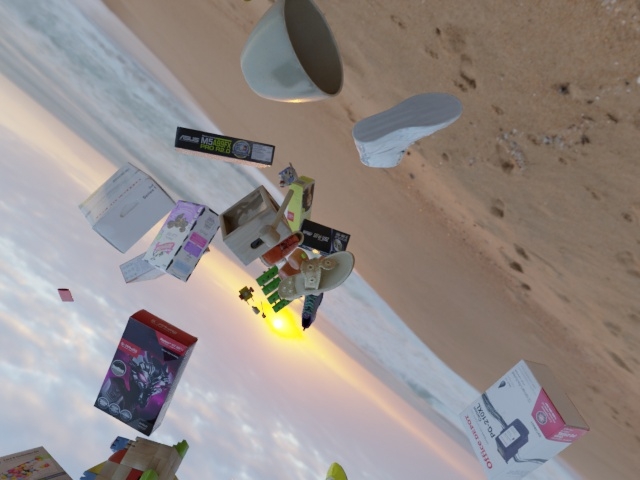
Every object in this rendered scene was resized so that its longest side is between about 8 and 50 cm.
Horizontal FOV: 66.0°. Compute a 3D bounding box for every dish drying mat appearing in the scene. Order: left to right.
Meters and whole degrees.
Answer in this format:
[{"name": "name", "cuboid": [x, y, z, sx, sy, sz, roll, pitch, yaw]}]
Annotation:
[{"name": "dish drying mat", "cuboid": [-0.709, 0.152, 1.373, 0.032, 0.008, 0.083, 2, 151, -17]}]

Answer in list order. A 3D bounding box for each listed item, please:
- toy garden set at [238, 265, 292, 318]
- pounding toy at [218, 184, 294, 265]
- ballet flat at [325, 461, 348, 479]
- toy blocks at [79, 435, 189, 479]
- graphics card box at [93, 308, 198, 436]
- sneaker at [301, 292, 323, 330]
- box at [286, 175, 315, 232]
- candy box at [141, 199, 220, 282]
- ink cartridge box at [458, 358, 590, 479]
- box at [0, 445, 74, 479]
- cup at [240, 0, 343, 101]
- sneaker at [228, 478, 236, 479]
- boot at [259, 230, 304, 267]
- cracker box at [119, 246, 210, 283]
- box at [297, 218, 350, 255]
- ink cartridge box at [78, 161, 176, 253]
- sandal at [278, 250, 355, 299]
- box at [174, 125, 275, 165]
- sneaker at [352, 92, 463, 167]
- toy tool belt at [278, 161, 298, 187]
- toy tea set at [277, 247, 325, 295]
[{"name": "toy garden set", "cuboid": [-0.242, 0.237, 2.156, 0.049, 0.204, 0.244, 40, 159, 42]}, {"name": "pounding toy", "cuboid": [-0.111, -0.028, 1.057, 0.094, 0.181, 0.206, 53, -175, -33]}, {"name": "ballet flat", "cuboid": [0.045, 0.695, 1.297, 0.077, 0.077, 0.231, 17, -146, -31]}, {"name": "toy blocks", "cuboid": [-0.628, 0.771, 1.543, 0.261, 0.381, 0.190, 8, 133, 16]}, {"name": "graphics card box", "cuboid": [-0.602, 0.454, 1.695, 0.233, 0.371, 0.094, 27, -169, 5]}, {"name": "sneaker", "cuboid": [-0.038, 0.276, 2.095, 0.083, 0.223, 0.098, 10, -158, 5]}, {"name": "box", "cuboid": [-0.074, -0.105, 1.733, 0.058, 0.087, 0.232, 23, 126, 22]}, {"name": "candy box", "cuboid": [-0.367, -0.003, 1.310, 0.165, 0.196, 0.070, 13, 160, 48]}, {"name": "ink cartridge box", "cuboid": [0.458, 0.420, 1.139, 0.100, 0.237, 0.172, 18, -148, -28]}, {"name": "box", "cuboid": [-0.714, 0.582, 1.205, 0.186, 0.038, 0.145, 18, -173, 36]}, {"name": "cup", "cuboid": [-0.110, -0.573, 1.555, 0.237, 0.331, 0.331, -14, 138, 30]}, {"name": "sneaker", "cuboid": [-0.246, 0.702, 1.346, 0.094, 0.091, 0.258, 69, 161, 3]}, {"name": "boot", "cuboid": [-0.100, 0.016, 1.279, 0.059, 0.085, 0.158, 55, -151, -1]}, {"name": "cracker box", "cuboid": [-0.488, 0.056, 1.557, 0.067, 0.232, 0.156, 67, -165, 6]}, {"name": "box", "cuboid": [0.000, 0.000, 1.503, 0.147, 0.077, 0.180, 19, 175, -5]}, {"name": "ink cartridge box", "cuboid": [-0.437, -0.079, 1.104, 0.219, 0.160, 0.092, 28, 160, 54]}, {"name": "sandal", "cuboid": [-0.031, 0.088, 1.223, 0.079, 0.240, 0.088, 21, -129, -48]}, {"name": "box", "cuboid": [-0.283, -0.267, 1.436, 0.270, 0.060, 0.216, 9, -175, -15]}, {"name": "sneaker", "cuboid": [0.236, -0.294, 1.347, 0.169, 0.293, 0.108, 63, -168, -67]}, {"name": "toy tool belt", "cuboid": [-0.098, -0.188, 1.406, 0.052, 0.083, 0.051, 0, 116, 26]}, {"name": "toy tea set", "cuboid": [-0.049, 0.093, 1.884, 0.336, 0.124, 0.200, 17, 135, 41]}]
